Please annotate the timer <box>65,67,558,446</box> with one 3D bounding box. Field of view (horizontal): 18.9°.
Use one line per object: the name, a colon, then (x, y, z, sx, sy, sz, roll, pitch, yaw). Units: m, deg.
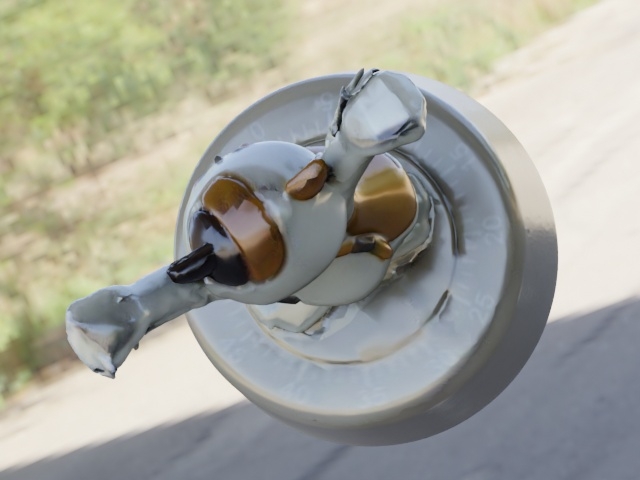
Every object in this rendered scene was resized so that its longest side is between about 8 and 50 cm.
timer: (0.000, 0.000, 0.770, 0.175, 0.175, 0.266, -22, -7, 8)
